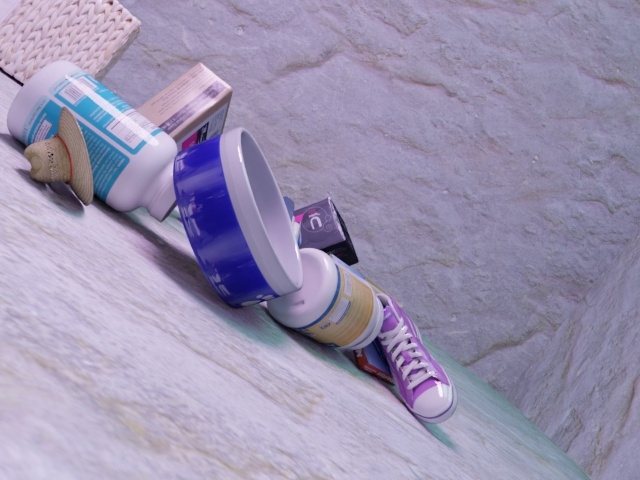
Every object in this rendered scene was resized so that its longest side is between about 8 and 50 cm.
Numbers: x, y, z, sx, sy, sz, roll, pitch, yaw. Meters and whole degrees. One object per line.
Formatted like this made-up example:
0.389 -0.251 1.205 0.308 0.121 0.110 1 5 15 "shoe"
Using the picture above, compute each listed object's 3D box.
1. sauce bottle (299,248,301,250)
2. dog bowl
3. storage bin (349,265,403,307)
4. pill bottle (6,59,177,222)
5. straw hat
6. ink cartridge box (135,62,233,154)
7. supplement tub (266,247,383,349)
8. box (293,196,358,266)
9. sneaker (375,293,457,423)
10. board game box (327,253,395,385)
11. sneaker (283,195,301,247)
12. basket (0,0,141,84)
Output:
-0.068 0.067 1.247 0.344 0.111 0.111 34 4 -45 "sauce bottle"
-0.119 -0.033 0.892 0.265 0.104 0.264 -19 90 -84 "dog bowl"
0.104 0.162 1.941 0.262 0.123 0.260 35 2 -45 "storage bin"
-0.328 -0.143 0.898 0.264 0.146 0.146 38 2 -8 "pill bottle"
-0.350 -0.104 0.757 0.061 0.144 0.144 -17 38 -32 "straw hat"
-0.274 -0.194 1.108 0.088 0.193 0.234 39 -28 2 "ink cartridge box"
0.013 0.113 1.053 0.200 0.144 0.144 36 3 -45 "supplement tub"
0.000 0.000 1.720 0.270 0.166 0.143 54 16 -71 "box"
0.155 0.215 1.119 0.161 0.102 0.282 52 5 -36 "sneaker"
0.089 0.167 1.249 0.145 0.027 0.281 35 28 -44 "board game box"
-0.152 -0.030 1.346 0.236 0.130 0.323 45 20 8 "sneaker"
-0.662 -0.538 1.502 0.266 0.331 0.328 39 2 -22 "basket"
